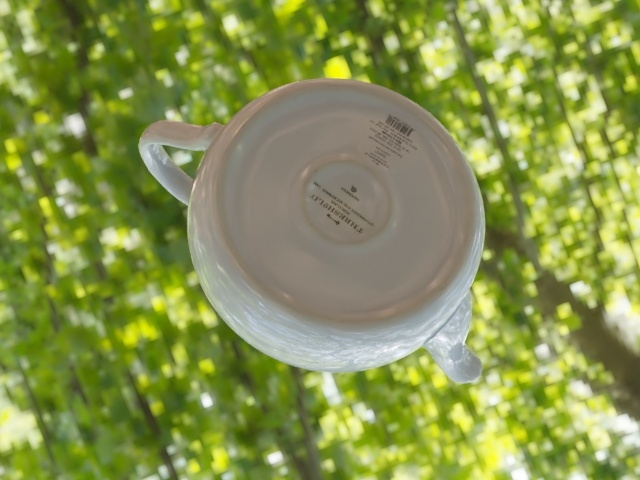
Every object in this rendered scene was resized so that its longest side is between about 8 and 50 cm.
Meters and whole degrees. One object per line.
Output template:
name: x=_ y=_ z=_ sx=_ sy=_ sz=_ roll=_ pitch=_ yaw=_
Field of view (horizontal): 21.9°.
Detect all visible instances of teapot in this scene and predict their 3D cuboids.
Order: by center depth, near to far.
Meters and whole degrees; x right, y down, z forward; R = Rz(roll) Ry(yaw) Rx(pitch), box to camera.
teapot: x=0.000 y=0.000 z=1.351 sx=0.253 sy=0.256 sz=0.187 roll=-10 pitch=163 yaw=-14
